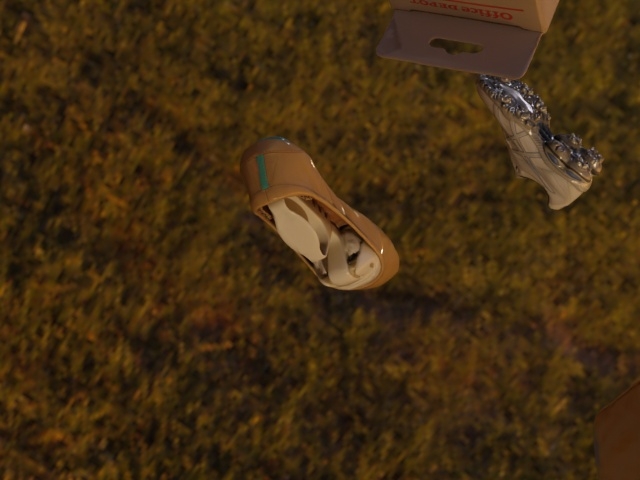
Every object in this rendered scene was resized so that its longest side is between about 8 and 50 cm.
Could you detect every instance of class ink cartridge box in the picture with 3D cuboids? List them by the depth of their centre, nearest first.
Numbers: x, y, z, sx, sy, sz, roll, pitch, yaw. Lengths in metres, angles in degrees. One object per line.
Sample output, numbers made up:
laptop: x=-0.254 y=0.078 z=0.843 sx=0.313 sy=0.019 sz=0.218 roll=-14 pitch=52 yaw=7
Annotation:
ink cartridge box: x=0.112 y=-0.211 z=0.980 sx=0.115 sy=0.067 sz=0.198 roll=12 pitch=65 yaw=25

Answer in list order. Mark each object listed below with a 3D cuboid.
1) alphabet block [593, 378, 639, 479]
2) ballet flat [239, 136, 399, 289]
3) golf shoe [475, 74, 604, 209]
alphabet block: x=0.224 y=0.125 z=0.519 sx=0.193 sy=0.197 sz=0.192 roll=0 pitch=68 yaw=-8
ballet flat: x=0.000 y=0.000 z=1.261 sx=0.232 sy=0.080 sz=0.073 roll=43 pitch=30 yaw=-45
golf shoe: x=0.220 y=-0.107 z=1.579 sx=0.069 sy=0.086 sz=0.176 roll=-19 pitch=61 yaw=-44
